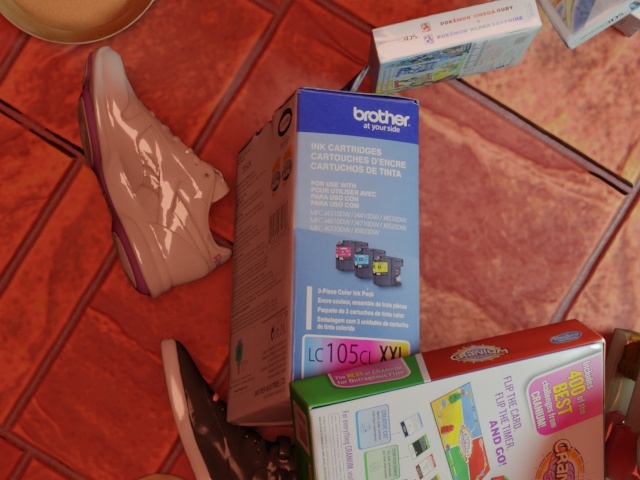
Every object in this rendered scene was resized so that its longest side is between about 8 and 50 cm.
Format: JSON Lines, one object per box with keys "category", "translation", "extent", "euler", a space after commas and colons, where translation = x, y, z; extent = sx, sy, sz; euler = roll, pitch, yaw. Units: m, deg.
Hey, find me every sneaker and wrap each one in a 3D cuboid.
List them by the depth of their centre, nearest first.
{"category": "sneaker", "translation": [-0.089, 0.237, 1.727], "extent": [0.147, 0.104, 0.296], "euler": [-21, 93, -4]}
{"category": "sneaker", "translation": [-0.199, -0.091, 1.740], "extent": [0.152, 0.114, 0.305], "euler": [-18, 93, -15]}

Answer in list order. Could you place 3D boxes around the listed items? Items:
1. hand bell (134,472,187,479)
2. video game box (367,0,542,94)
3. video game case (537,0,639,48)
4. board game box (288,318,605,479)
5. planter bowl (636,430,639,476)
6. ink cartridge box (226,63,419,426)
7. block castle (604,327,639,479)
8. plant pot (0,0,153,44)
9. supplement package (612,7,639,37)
{"category": "hand bell", "translation": [-0.194, 0.346, 1.649], "extent": [0.126, 0.242, 0.126], "euler": [0, 89, -1]}
{"category": "video game box", "translation": [0.150, -0.225, 1.685], "extent": [0.187, 0.205, 0.048], "euler": [-15, 85, -1]}
{"category": "video game case", "translation": [0.338, -0.431, 1.684], "extent": [0.300, 0.036, 0.329], "euler": [-32, 66, 11]}
{"category": "board game box", "translation": [0.136, 0.228, 1.463], "extent": [0.316, 0.064, 0.242], "euler": [-11, 111, -16]}
{"category": "planter bowl", "translation": [0.385, 0.213, 1.429], "extent": [0.162, 0.109, 0.162], "euler": [0, 83, -1]}
{"category": "ink cartridge box", "translation": [0.000, 0.000, 1.612], "extent": [0.151, 0.270, 0.395], "euler": [4, 77, -17]}
{"category": "block castle", "translation": [0.523, 0.258, 1.628], "extent": [0.453, 0.303, 0.213], "euler": [15, 90, 1]}
{"category": "plant pot", "translation": [-0.302, -0.356, 1.769], "extent": [0.236, 0.032, 0.236], "euler": [0, 89, -1]}
{"category": "supplement package", "translation": [0.387, -0.353, 1.738], "extent": [0.105, 0.105, 0.179], "euler": [33, 89, 2]}
